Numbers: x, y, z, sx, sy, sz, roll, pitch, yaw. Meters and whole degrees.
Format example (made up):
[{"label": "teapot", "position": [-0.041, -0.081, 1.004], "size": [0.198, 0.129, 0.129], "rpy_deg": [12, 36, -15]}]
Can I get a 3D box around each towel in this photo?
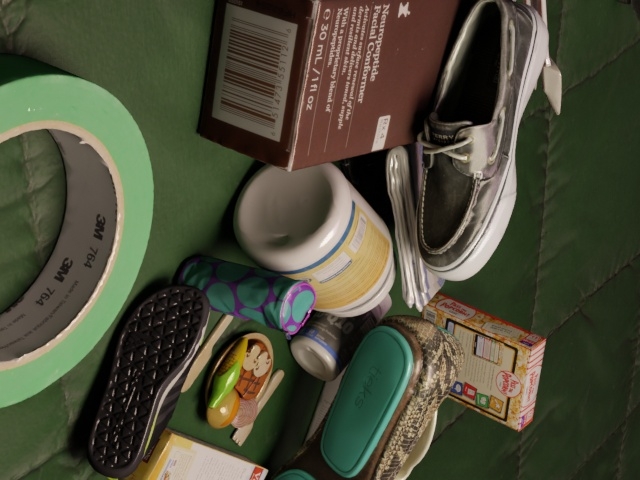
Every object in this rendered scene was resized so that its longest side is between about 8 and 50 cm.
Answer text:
[{"label": "towel", "position": [0.137, -0.043, 1.685], "size": [0.285, 0.034, 0.209], "rpy_deg": [-39, 123, -70]}]

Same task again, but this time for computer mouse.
[{"label": "computer mouse", "position": [0.092, -0.083, 1.717], "size": [0.242, 0.041, 0.071], "rpy_deg": [28, 87, -57]}]

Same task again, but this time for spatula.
[{"label": "spatula", "position": [0.288, -0.305, 1.769], "size": [0.019, 0.168, 0.242], "rpy_deg": [-15, 132, -4]}]

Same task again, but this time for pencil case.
[{"label": "pencil case", "position": [-0.084, 0.061, 1.447], "size": [0.064, 0.151, 0.070], "rpy_deg": [-55, 145, -33]}]

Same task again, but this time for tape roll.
[{"label": "tape roll", "position": [-0.290, -0.005, 1.177], "size": [0.321, 0.077, 0.321], "rpy_deg": [-33, 134, -42]}]

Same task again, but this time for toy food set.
[{"label": "toy food set", "position": [-0.096, 0.179, 1.608], "size": [0.132, 0.038, 0.192], "rpy_deg": [-57, 147, -15]}]

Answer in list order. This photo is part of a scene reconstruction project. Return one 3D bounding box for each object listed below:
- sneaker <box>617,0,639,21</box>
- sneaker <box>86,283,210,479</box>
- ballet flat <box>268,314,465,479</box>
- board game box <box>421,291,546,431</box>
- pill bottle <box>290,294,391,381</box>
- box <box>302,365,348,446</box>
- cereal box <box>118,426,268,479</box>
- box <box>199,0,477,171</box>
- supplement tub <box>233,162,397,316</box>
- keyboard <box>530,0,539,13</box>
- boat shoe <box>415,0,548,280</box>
[{"label": "sneaker", "position": [0.541, -0.430, 2.107], "size": [0.051, 0.089, 0.170], "rpy_deg": [18, 95, -58]}, {"label": "sneaker", "position": [-0.193, 0.156, 1.441], "size": [0.235, 0.084, 0.097], "rpy_deg": [-63, 171, -4]}, {"label": "ballet flat", "position": [0.041, 0.312, 1.690], "size": [0.182, 0.164, 0.483], "rpy_deg": [17, 110, -48]}, {"label": "board game box", "position": [0.236, 0.181, 1.948], "size": [0.045, 0.193, 0.147], "rpy_deg": [-27, 131, -45]}, {"label": "pill bottle", "position": [0.029, 0.113, 1.713], "size": [0.137, 0.078, 0.078], "rpy_deg": [-48, 143, -28]}, {"label": "box", "position": [0.068, 0.234, 1.833], "size": [0.130, 0.091, 0.170], "rpy_deg": [7, 104, -57]}, {"label": "cereal box", "position": [-0.172, 0.327, 1.582], "size": [0.173, 0.047, 0.240], "rpy_deg": [-62, 148, -7]}, {"label": "box", "position": [0.045, -0.208, 1.483], "size": [0.381, 0.143, 0.191], "rpy_deg": [-19, 125, -52]}, {"label": "supplement tub", "position": [0.000, 0.000, 1.537], "size": [0.144, 0.144, 0.200], "rpy_deg": [-60, 147, -10]}, {"label": "keyboard", "position": [0.272, -0.402, 1.723], "size": [0.014, 0.072, 0.256], "rpy_deg": [-19, 122, -2]}, {"label": "boat shoe", "position": [0.163, -0.123, 1.499], "size": [0.119, 0.121, 0.335], "rpy_deg": [14, 89, -51]}]
